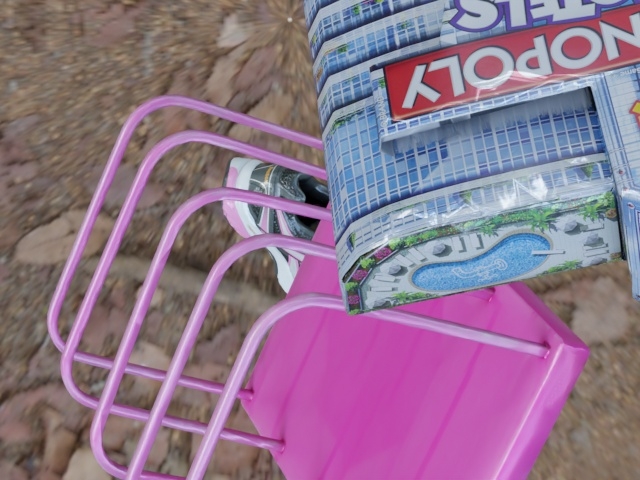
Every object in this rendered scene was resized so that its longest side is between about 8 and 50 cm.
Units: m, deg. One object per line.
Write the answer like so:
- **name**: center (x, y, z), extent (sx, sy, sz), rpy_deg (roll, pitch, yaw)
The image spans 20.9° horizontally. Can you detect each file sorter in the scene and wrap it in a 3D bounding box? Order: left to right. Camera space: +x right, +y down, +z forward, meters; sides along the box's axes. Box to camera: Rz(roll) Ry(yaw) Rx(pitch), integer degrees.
- **file sorter**: center (-0.027, 0.063, 0.989), extent (0.182, 0.290, 0.202), rpy_deg (16, 108, -27)

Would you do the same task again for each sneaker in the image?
- **sneaker**: center (0.000, 0.000, 1.327), extent (0.077, 0.178, 0.072), rpy_deg (-2, 62, 37)

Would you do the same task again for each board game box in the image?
- **board game box**: center (0.092, -0.048, 0.571), extent (0.194, 0.060, 0.194), rpy_deg (-12, 54, 7)
